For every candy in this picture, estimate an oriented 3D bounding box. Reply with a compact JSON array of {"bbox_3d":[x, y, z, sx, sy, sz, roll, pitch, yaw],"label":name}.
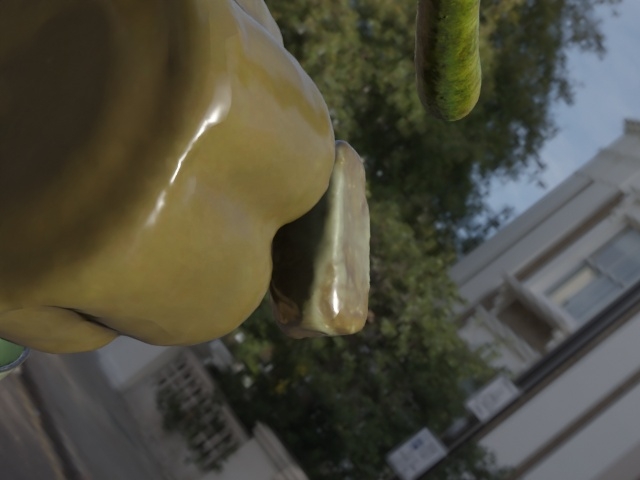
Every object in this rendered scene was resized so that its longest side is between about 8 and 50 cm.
[{"bbox_3d":[0.000,0.000,1.398,0.102,0.104,0.234,29,59,-51],"label":"candy"}]

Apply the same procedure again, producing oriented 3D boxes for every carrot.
[{"bbox_3d":[0.132,-0.229,1.186,0.074,0.074,0.358,50,-11,21],"label":"carrot"}]

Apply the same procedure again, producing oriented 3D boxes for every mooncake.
[{"bbox_3d":[-0.228,-0.106,1.214,0.467,0.467,0.262,49,4,31],"label":"mooncake"}]

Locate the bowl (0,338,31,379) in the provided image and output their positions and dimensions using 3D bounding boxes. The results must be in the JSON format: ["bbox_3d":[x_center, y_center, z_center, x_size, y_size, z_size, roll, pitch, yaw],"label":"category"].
[{"bbox_3d":[-0.572,0.104,1.525,0.354,0.185,0.354,41,14,-12],"label":"bowl"}]
